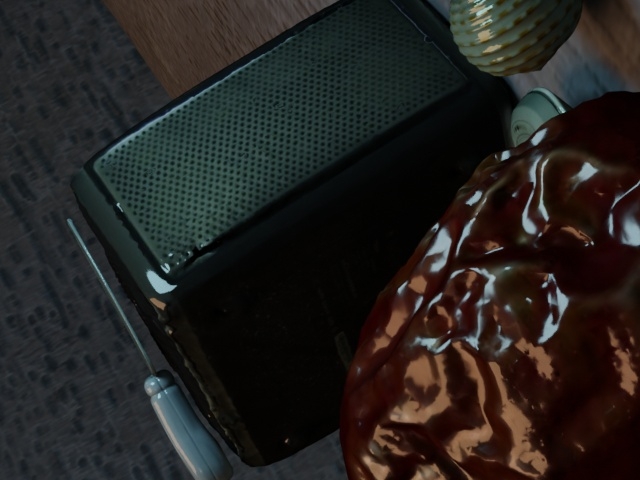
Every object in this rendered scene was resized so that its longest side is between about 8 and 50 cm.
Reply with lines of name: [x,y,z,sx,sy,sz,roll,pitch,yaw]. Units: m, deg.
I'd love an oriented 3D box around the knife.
knife: [-0.186,0.123,1.563,0.331,0.044,0.080,62,172,-11]

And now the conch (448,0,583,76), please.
conch: [0.143,-0.200,1.100,0.135,0.102,0.153,-105,11,-63]

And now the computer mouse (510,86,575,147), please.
computer mouse: [0.249,0.001,1.224,0.159,0.097,0.288,-120,10,-88]

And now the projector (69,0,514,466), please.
projector: [0.000,0.000,1.543,0.242,0.405,0.395,52,169,33]

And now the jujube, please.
jujube: [0.178,0.084,1.050,0.276,0.276,0.377,53,128,27]
